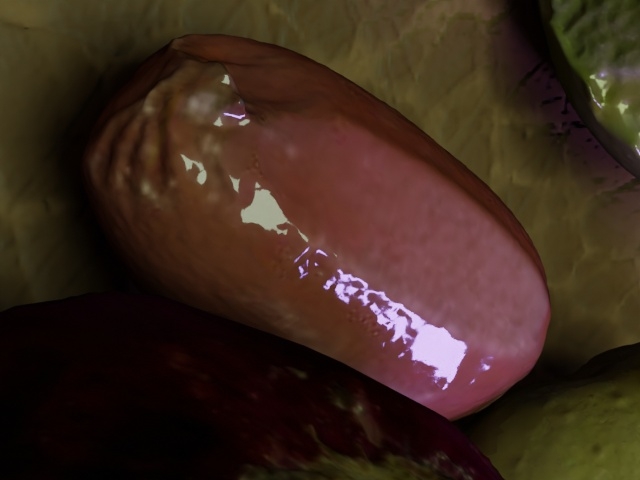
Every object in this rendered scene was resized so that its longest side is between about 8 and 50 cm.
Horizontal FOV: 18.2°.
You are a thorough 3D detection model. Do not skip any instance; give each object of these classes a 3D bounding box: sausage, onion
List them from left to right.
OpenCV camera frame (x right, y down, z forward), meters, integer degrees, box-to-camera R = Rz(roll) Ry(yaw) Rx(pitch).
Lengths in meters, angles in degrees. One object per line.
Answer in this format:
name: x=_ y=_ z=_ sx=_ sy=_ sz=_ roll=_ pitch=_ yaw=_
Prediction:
onion: x=-0.087 y=0.220 z=0.800 sx=0.347 sy=0.348 sz=0.385 roll=19 pitch=128 yaw=-35
sausage: x=0.000 y=0.000 z=0.908 sx=0.254 sy=0.148 sz=0.148 roll=37 pitch=75 yaw=-28

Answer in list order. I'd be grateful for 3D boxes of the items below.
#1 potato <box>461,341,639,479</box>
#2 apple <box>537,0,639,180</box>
potato: x=0.155 y=0.161 z=0.994 sx=0.285 sy=0.242 sz=0.243 roll=-25 pitch=110 yaw=-29
apple: x=0.249 y=-0.133 z=1.006 sx=0.279 sy=0.279 sz=0.279 roll=-5 pitch=99 yaw=-34
